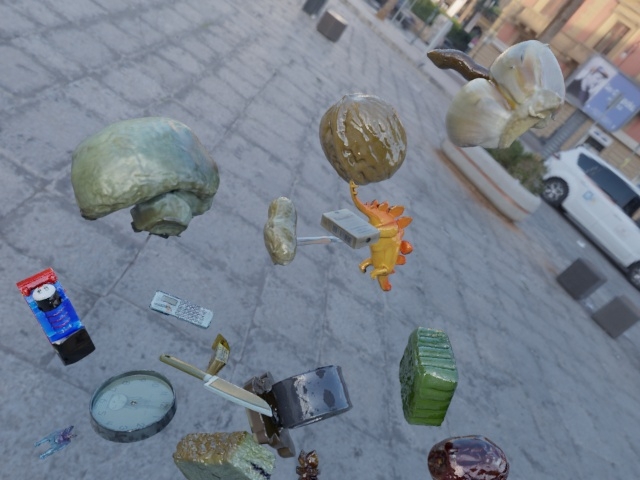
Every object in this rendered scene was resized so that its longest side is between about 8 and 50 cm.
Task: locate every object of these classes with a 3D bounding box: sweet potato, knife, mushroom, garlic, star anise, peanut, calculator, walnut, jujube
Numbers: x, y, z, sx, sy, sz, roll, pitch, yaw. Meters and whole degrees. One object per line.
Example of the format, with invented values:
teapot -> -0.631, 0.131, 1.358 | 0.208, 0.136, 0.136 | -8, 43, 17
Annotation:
sweet potato -> 0.386, -0.469, 1.404 | 0.218, 0.065, 0.051 | 30, 62, 16
knife -> -0.267, 0.362, 1.301 | 0.343, 0.027, 0.061 | 20, 12, 16
mushroom -> -0.265, -0.122, 0.870 | 0.267, 0.164, 0.189 | 19, 50, -62
garlic -> 0.456, -0.330, 1.247 | 0.250, 0.286, 0.313 | 31, 33, 7
star anise -> -0.039, 0.721, 1.607 | 0.057, 0.167, 0.167 | 22, 28, -17
peanut -> -0.100, -0.031, 1.373 | 0.100, 0.099, 0.214 | 27, 47, -24
calculator -> -0.372, 0.188, 1.405 | 0.172, 0.057, 0.018 | 26, -14, -20
walnut -> 0.096, -0.233, 1.185 | 0.213, 0.213, 0.213 | 31, 25, -16
jujube -> 0.441, 0.664, 1.553 | 0.243, 0.183, 0.183 | 18, 30, -22

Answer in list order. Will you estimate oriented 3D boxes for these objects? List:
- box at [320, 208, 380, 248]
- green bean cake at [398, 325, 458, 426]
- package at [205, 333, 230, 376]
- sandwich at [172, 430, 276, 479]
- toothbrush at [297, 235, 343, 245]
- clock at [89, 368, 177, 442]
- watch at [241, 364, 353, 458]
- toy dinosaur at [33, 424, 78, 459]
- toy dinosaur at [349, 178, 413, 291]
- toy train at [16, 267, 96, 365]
box -> 0.046, -0.019, 0.815 | 0.053, 0.024, 0.083 | -14, 35, -37
green bean cake -> 0.307, 0.391, 1.521 | 0.125, 0.248, 0.222 | 8, 37, -3
package -> -0.310, 0.351, 1.589 | 0.047, 0.071, 0.131 | 25, 21, -14
sandwich -> -0.304, 0.777, 1.770 | 0.262, 0.326, 0.131 | 68, 28, -26
toothbrush -> 0.000, 0.000, 1.685 | 0.376, 0.028, 0.037 | -3, 41, -25
clock -> -0.478, 0.417, 1.337 | 0.215, 0.041, 0.215 | 5, 30, -3
watch -> -0.062, 0.559, 1.805 | 0.335, 0.327, 0.314 | 59, 11, -67
toy dinosaur -> -0.570, 0.434, 1.130 | 0.080, 0.197, 0.045 | -25, 83, -24
toy dinosaur -> 0.119, -0.014, 0.987 | 0.070, 0.117, 0.288 | 48, -21, 52
toy train -> -0.604, 0.176, 1.200 | 0.083, 0.203, 0.131 | -30, 40, -28
